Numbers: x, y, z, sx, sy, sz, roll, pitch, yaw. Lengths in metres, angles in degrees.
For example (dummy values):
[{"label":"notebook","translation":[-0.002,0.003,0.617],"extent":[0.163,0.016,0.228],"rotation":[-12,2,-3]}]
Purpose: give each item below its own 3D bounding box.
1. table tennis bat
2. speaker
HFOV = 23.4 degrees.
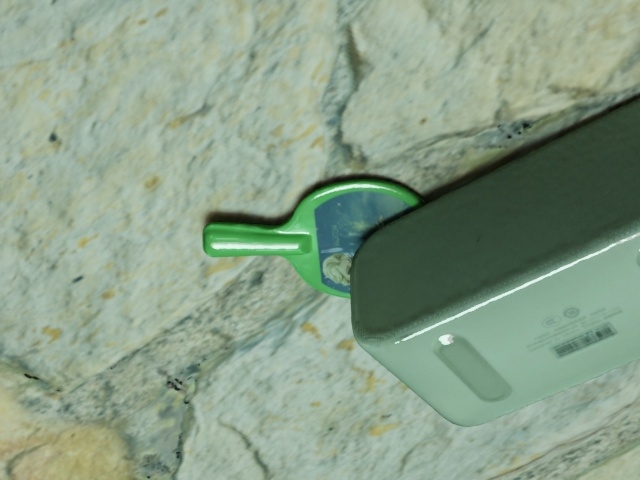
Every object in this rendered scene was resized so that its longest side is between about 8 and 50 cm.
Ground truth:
[{"label":"table tennis bat","translation":[0.000,0.000,1.670],"extent":[0.257,0.039,0.160],"rotation":[1,128,2]},{"label":"speaker","translation":[0.246,0.031,1.569],"extent":[0.406,0.183,0.184],"rotation":[-27,129,22]}]
